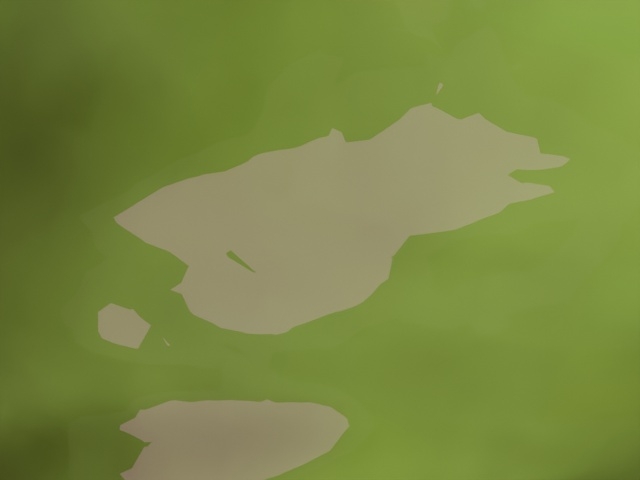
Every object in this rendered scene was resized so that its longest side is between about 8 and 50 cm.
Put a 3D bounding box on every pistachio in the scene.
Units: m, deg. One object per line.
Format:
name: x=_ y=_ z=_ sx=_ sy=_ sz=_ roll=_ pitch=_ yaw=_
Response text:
pistachio: x=0.000 y=0.000 z=0.471 sx=0.445 sy=0.282 sz=0.365 roll=11 pitch=145 yaw=-3
